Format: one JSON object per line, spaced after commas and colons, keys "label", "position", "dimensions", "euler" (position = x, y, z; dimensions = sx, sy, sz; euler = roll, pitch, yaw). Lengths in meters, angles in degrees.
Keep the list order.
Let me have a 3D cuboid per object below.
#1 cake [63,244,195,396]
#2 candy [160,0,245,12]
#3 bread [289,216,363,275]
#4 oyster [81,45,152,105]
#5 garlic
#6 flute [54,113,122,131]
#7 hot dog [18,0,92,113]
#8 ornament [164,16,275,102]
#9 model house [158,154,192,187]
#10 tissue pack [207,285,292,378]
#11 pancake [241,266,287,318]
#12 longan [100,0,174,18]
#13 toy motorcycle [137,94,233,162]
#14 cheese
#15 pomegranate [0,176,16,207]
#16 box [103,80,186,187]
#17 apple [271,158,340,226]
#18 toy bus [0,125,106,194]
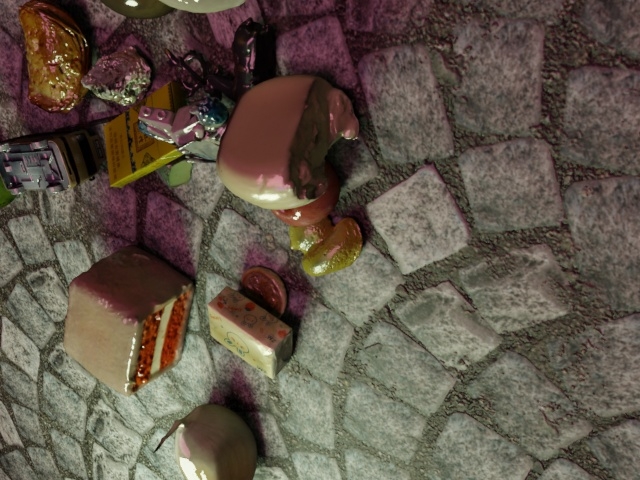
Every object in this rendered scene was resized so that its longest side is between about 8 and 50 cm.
{"label": "cake", "position": [-0.477, 0.198, 1.902], "dimensions": [0.230, 0.237, 0.309], "euler": [27, 124, 18]}
{"label": "candy", "position": [-0.199, -0.545, 1.321], "dimensions": [0.295, 0.185, 0.296], "euler": [0, 107, -1]}
{"label": "bread", "position": [0.000, 0.000, 1.560], "dimensions": [0.187, 0.065, 0.150], "euler": [-25, 92, 44]}
{"label": "oyster", "position": [-0.452, -0.362, 1.697], "dimensions": [0.177, 0.064, 0.125], "euler": [-30, 89, 31]}
{"label": "garlic", "position": [-0.310, 0.546, 1.961], "dimensions": [0.231, 0.246, 0.340], "euler": [6, 132, 47]}
{"label": "flute", "position": [-0.570, -0.286, 1.859], "dimensions": [0.269, 0.014, 0.014], "euler": [-3, 111, 38]}
{"label": "hot dog", "position": [-0.612, -0.431, 1.751], "dimensions": [0.175, 0.114, 0.259], "euler": [28, 127, 27]}
{"label": "ornament", "position": [-0.207, -0.359, 1.509], "dimensions": [0.236, 0.080, 0.202], "euler": [22, 128, 26]}
{"label": "model house", "position": [-0.339, -0.176, 1.726], "dimensions": [0.083, 0.066, 0.079], "euler": [49, 146, 29]}
{"label": "tissue pack", "position": [-0.161, 0.213, 1.748], "dimensions": [0.196, 0.092, 0.148], "euler": [30, 147, 19]}
{"label": "pancake", "position": [-0.132, 0.122, 1.744], "dimensions": [0.139, 0.022, 0.140], "euler": [18, 123, 30]}
{"label": "longan", "position": [-0.357, -0.536, 1.454], "dimensions": [0.196, 0.196, 0.220], "euler": [-6, 107, 38]}
{"label": "toy motorcycle", "position": [-0.243, -0.237, 1.500], "dimensions": [0.204, 0.239, 0.108], "euler": [118, 148, -69]}
{"label": "cheese", "position": [-0.064, -0.181, 1.388], "dimensions": [0.233, 0.266, 0.127], "euler": [5, 155, 28]}
{"label": "pomegranate", "position": [-0.929, -0.191, 2.080], "dimensions": [0.187, 0.187, 0.225], "euler": [-6, 84, 38]}
{"label": "box", "position": [-0.394, -0.232, 1.704], "dimensions": [0.278, 0.041, 0.153], "euler": [-19, 75, 41]}
{"label": "apple", "position": [-0.039, -0.100, 1.495], "dimensions": [0.153, 0.120, 0.154], "euler": [17, 122, 28]}
{"label": "toy bus", "position": [-0.680, -0.202, 1.890], "dimensions": [0.289, 0.157, 0.140], "euler": [0, 114, 37]}
